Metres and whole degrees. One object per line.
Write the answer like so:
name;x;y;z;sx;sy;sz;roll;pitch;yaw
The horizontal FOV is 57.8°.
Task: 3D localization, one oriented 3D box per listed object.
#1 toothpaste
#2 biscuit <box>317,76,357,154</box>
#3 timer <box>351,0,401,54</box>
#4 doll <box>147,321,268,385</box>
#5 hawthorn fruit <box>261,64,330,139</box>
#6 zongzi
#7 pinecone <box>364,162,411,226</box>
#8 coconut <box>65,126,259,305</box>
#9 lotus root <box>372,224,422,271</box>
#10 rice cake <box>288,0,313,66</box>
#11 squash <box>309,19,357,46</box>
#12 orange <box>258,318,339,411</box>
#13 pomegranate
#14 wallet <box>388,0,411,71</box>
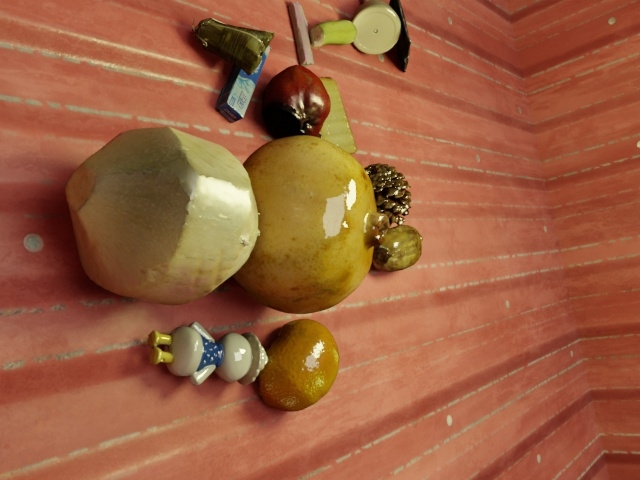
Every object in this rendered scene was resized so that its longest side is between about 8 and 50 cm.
toothpaste;-0.202;-0.435;1.539;0.066;0.053;0.272;40;51;-35
biscuit;0.026;-0.384;1.808;0.172;0.029;0.254;-21;95;-50
timer;0.184;-0.804;2.058;0.175;0.175;0.266;40;33;-35
doll;-0.233;0.246;1.255;0.293;0.119;0.138;15;51;-41
hawthorn fruit;-0.072;-0.388;1.599;0.189;0.190;0.251;35;35;-38
zongzi;-0.221;-0.531;1.487;0.187;0.084;0.184;28;48;-12
pinecone;0.192;-0.139;1.815;0.184;0.179;0.204;53;-4;45
coconut;-0.303;-0.048;1.089;0.353;0.353;0.352;18;65;-45
lotus root;0.255;0.022;1.868;0.260;0.129;0.145;-20;120;-51
rice cake;-0.061;-0.635;1.778;0.047;0.036;0.206;-1;79;-59
squash;0.041;-0.666;1.863;0.250;0.083;0.083;-34;105;-54
orange;-0.040;0.301;1.417;0.179;0.159;0.237;57;43;-18
pomegranate;-0.036;-0.033;1.338;0.417;0.417;0.416;18;65;-45
wallet;0.286;-0.769;2.103;0.323;0.041;0.247;-4;82;-83
